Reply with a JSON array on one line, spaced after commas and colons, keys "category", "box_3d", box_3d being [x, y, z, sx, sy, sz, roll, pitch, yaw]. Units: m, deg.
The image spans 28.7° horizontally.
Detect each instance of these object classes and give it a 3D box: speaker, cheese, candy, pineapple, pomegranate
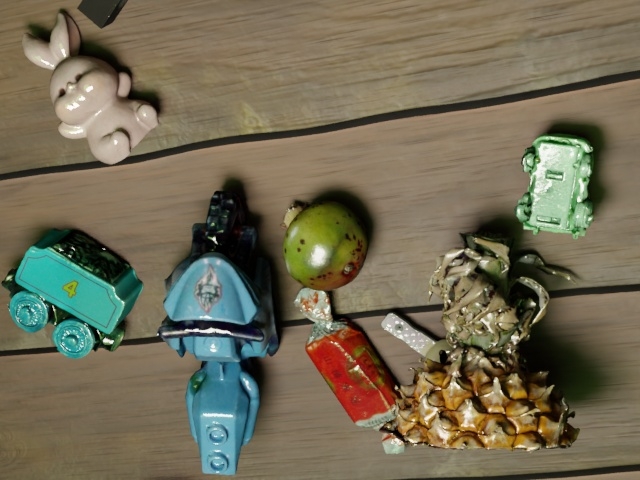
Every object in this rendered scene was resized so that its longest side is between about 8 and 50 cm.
[{"category": "speaker", "box_3d": [-0.249, -0.365, 1.635, 0.046, 0.040, 0.191, 40, 119, -3]}, {"category": "cheese", "box_3d": [0.170, 0.162, 1.757, 0.192, 0.037, 0.097, 35, 118, -2]}, {"category": "candy", "box_3d": [0.049, 0.190, 1.795, 0.086, 0.059, 0.292, -28, 103, 27]}, {"category": "pineapple", "box_3d": [0.213, 0.123, 1.621, 0.262, 0.262, 0.272, 3, 91, 15]}, {"category": "pomegranate", "box_3d": [0.006, 0.004, 1.696, 0.130, 0.130, 0.130, 7, 116, 14]}]

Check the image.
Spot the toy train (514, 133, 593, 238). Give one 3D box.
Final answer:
[{"category": "toy train", "box_3d": [0.303, -0.065, 1.594, 0.099, 0.081, 0.149, 6, 110, 14]}]

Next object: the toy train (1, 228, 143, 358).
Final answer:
[{"category": "toy train", "box_3d": [-0.367, 0.077, 1.844, 0.197, 0.107, 0.154, 32, 111, 0]}]

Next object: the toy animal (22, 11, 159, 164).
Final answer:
[{"category": "toy animal", "box_3d": [-0.325, -0.204, 1.691, 0.124, 0.124, 0.212, -36, 104, 27]}]

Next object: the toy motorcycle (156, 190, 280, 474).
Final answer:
[{"category": "toy motorcycle", "box_3d": [-0.145, 0.144, 1.732, 0.172, 0.232, 0.416, 5, 116, 2]}]
